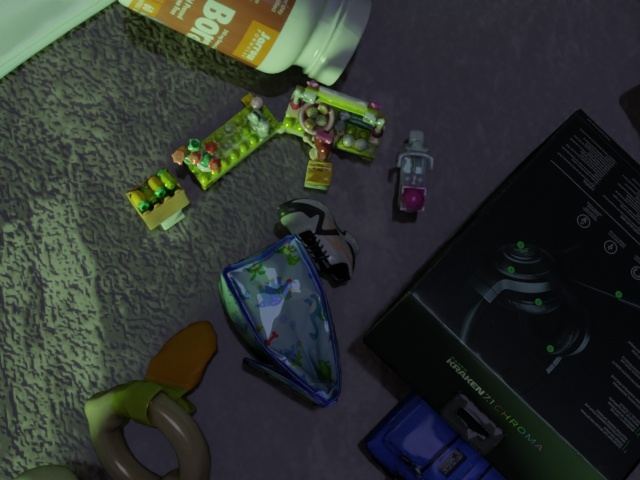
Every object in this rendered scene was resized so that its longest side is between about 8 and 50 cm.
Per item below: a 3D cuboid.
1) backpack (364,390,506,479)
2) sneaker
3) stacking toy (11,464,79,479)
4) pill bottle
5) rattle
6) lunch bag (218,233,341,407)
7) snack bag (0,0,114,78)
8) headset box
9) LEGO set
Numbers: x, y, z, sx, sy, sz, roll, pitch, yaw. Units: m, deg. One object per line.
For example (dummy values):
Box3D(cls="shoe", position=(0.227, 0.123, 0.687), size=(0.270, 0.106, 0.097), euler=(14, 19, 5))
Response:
Box3D(cls="backpack", position=(0.109, 0.200, 1.782), size=(0.098, 0.101, 0.120), euler=(-44, 90, 0))
Box3D(cls="sneaker", position=(0.000, 0.000, 1.795), size=(0.040, 0.109, 0.044), euler=(-22, 47, 32))
Box3D(cls="stacking toy", position=(-0.086, 0.409, 1.695), size=(0.479, 0.350, 0.351), euler=(16, 83, -20))
Box3D(cls="pill bottle", position=(-0.068, -0.228, 1.797), size=(0.216, 0.121, 0.121), euler=(25, 83, -11))
Box3D(cls="rattle", position=(-0.121, 0.200, 1.805), size=(0.130, 0.143, 0.200), euler=(-25, 103, 26))
Box3D(cls="lunch bag", position=(-0.029, 0.082, 1.771), size=(0.096, 0.129, 0.151), euler=(-29, 88, -6))
Box3D(cls="snack bag", position=(-0.306, -0.342, 1.847), size=(0.323, 0.037, 0.343), euler=(-34, 87, -6))
Box3D(cls="headset box", position=(0.214, 0.073, 1.736), size=(0.246, 0.131, 0.283), euler=(43, 61, 1))
Box3D(cls="LEGO set", position=(-0.038, -0.086, 1.799), size=(0.287, 0.107, 0.132), euler=(-3, 84, -3))
